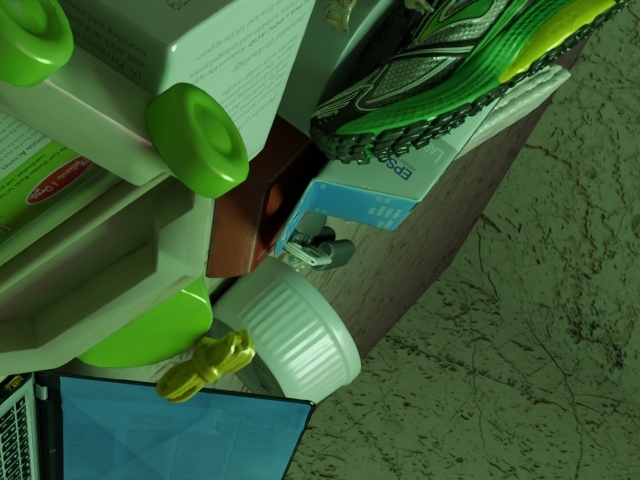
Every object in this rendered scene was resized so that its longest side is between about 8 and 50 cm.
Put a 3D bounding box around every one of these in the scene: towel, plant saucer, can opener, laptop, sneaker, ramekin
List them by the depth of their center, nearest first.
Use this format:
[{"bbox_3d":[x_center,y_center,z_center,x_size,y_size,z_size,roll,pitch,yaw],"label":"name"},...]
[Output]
[{"bbox_3d":[0.125,-0.192,1.134,0.344,0.146,0.134,-35,178,-14],"label":"sneaker"},{"bbox_3d":[-0.247,0.310,1.187,0.408,0.236,0.382,-47,166,-31],"label":"laptop"},{"bbox_3d":[-0.028,-0.084,1.372,0.258,0.048,0.259,-47,168,-28],"label":"plant saucer"},{"bbox_3d":[-0.056,0.132,1.531,0.109,0.207,0.207,-39,164,-21],"label":"ramekin"},{"bbox_3d":[0.167,-0.134,1.604,0.332,0.053,0.317,-31,177,-1],"label":"towel"},{"bbox_3d":[0.000,0.000,1.663,0.093,0.074,0.280,-55,169,5],"label":"can opener"}]

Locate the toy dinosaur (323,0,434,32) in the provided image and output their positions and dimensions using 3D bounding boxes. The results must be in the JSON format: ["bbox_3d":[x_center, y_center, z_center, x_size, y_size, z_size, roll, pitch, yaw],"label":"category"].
[{"bbox_3d":[0.076,-0.299,0.975,0.200,0.127,0.295,-62,150,-18],"label":"toy dinosaur"}]

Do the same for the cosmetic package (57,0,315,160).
[{"bbox_3d":[-0.111,-0.117,0.673,0.151,0.151,0.183,-45,167,-39],"label":"cosmetic package"}]

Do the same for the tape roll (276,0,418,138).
[{"bbox_3d":[0.031,-0.208,1.174,0.219,0.072,0.219,-51,169,-14],"label":"tape roll"}]

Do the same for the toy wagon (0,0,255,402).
[{"bbox_3d":[-0.165,0.002,0.575,0.267,0.068,0.344,-32,145,21],"label":"toy wagon"}]

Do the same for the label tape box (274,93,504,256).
[{"bbox_3d":[0.091,-0.101,1.309,0.347,0.115,0.249,-54,179,-6],"label":"label tape box"}]
